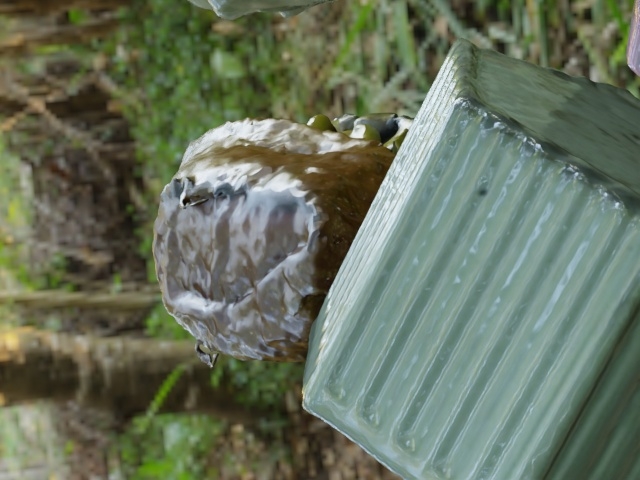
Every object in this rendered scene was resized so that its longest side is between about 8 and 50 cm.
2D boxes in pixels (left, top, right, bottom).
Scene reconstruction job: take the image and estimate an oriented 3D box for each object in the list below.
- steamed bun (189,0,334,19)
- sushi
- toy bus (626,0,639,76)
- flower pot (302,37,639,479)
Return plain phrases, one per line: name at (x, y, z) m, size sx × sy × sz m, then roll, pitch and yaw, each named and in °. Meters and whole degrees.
steamed bun at (-0.034, -0.340, 1.584) m, size 0.206 × 0.275 × 0.320 m, roll 48°, pitch -154°, yaw -41°
sushi at (-0.002, -0.002, 1.054) m, size 0.296 × 0.179 × 0.166 m, roll 4°, pitch 97°, yaw 53°
toy bus at (0.303, -0.210, 1.070) m, size 0.302 × 0.147 × 0.127 m, roll 87°, pitch -158°, yaw -63°
flower pot at (0.125, 0.028, 0.805) m, size 0.189 × 0.239 × 0.209 m, roll -64°, pitch 34°, yaw 19°
